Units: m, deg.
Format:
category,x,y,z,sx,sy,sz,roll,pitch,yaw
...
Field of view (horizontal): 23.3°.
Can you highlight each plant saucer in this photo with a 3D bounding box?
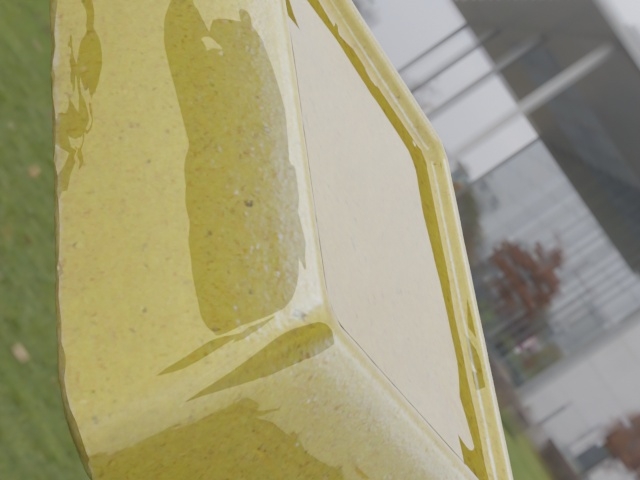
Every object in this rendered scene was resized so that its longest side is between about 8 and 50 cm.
category,x,y,z,sx,sy,sz,roll,pitch,yaw
plant saucer,0.000,0.000,0.693,0.333,0.081,0.333,50,27,-52
